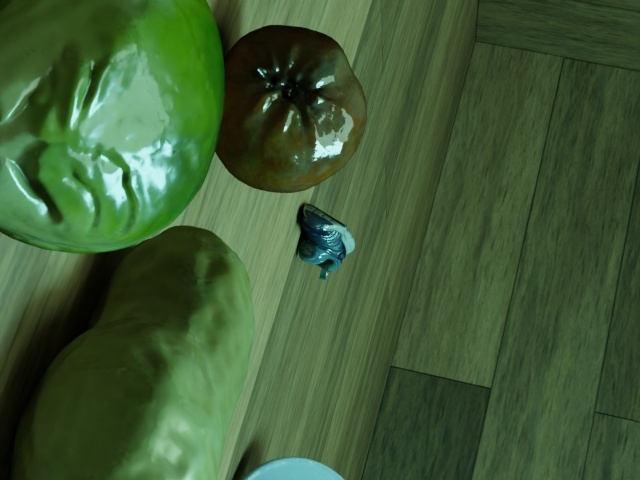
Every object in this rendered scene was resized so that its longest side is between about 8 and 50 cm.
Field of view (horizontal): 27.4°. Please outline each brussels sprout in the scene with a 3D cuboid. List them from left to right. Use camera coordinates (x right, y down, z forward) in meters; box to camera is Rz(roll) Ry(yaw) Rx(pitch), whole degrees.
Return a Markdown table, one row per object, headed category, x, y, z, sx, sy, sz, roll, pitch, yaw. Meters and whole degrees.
| category | x | y | z | sx | sy | sz | roll | pitch | yaw |
| --- | --- | --- | --- | --- | --- | --- | --- | --- | --- |
| brussels sprout | -0.121 | -0.070 | 0.672 | 0.181 | 0.144 | 0.161 | -38 | 165 | -40 |

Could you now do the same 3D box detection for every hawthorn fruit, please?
| category | x | y | z | sx | sy | sz | roll | pitch | yaw |
| --- | --- | --- | --- | --- | --- | --- | --- | --- | --- |
| hawthorn fruit | -0.026 | -0.112 | 1.162 | 0.189 | 0.149 | 0.149 | 2 | 100 | -79 |

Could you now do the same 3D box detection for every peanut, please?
| category | x | y | z | sx | sy | sz | roll | pitch | yaw |
| --- | --- | --- | --- | --- | --- | --- | --- | --- | --- |
| peanut | -0.122 | 0.109 | 0.901 | 0.147 | 0.148 | 0.318 | 92 | 12 | -45 |

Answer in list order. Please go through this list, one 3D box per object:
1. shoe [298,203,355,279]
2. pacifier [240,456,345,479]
| category | x | y | z | sx | sy | sz | roll | pitch | yaw |
| --- | --- | --- | --- | --- | --- | --- | --- | --- | --- |
| shoe | 0.000 | 0.000 | 1.709 | 0.071 | 0.064 | 0.143 | -57 | 161 | -10 |
| pacifier | -0.052 | 0.428 | 1.634 | 0.233 | 0.244 | 0.299 | -34 | -115 | 57 |
